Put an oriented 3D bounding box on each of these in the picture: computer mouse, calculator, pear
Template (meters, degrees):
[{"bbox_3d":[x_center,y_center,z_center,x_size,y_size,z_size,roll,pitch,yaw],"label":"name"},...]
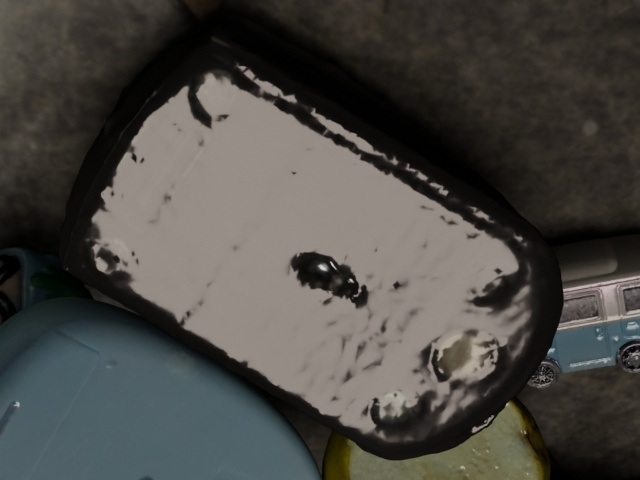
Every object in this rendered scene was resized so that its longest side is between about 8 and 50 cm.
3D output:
[{"bbox_3d":[0.000,0.000,0.684,0.269,0.100,0.170,33,105,-14],"label":"computer mouse"},{"bbox_3d":[-0.119,0.137,0.673,0.302,0.042,0.188,33,83,-33],"label":"calculator"},{"bbox_3d":[0.070,0.147,0.777,0.141,0.141,0.104,-1,167,-1],"label":"pear"}]

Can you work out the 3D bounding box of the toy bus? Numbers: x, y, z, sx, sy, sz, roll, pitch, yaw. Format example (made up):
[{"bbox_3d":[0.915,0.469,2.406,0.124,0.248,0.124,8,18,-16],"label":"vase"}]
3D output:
[{"bbox_3d":[0.160,0.038,0.742,0.123,0.060,0.075,-11,120,8],"label":"toy bus"}]

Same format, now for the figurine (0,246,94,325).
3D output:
[{"bbox_3d":[-0.218,0.065,0.724,0.144,0.114,0.178,37,124,-26],"label":"figurine"}]
